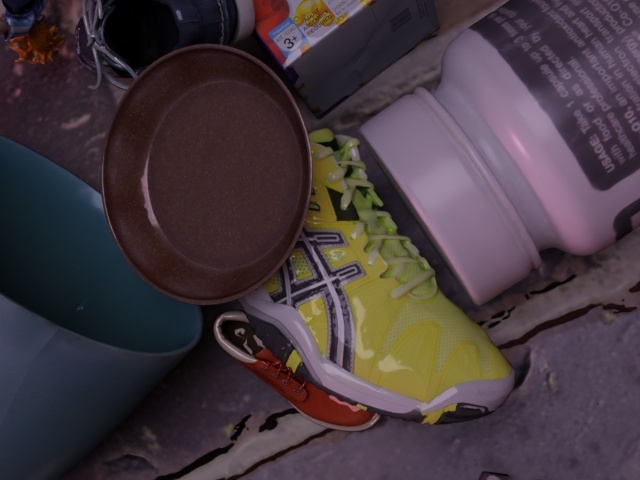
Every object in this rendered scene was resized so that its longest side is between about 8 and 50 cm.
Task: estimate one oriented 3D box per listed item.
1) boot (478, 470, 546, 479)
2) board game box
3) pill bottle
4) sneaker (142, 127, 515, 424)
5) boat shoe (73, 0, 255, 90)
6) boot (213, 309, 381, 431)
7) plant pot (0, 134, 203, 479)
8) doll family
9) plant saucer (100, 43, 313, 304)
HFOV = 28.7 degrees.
[{"bbox_3d":[0.168,0.235,0.999,0.118,0.042,0.087,7,86,14],"label":"boot"},{"bbox_3d":[-0.040,-0.268,1.086,0.142,0.144,0.275,-37,74,2],"label":"board game box"},{"bbox_3d":[0.224,-0.118,0.972,0.361,0.204,0.204,-34,74,2],"label":"pill bottle"},{"bbox_3d":[0.000,0.000,1.003,0.385,0.145,0.147,37,116,14],"label":"sneaker"},{"bbox_3d":[-0.154,-0.176,1.056,0.079,0.254,0.095,-24,109,-34],"label":"boat shoe"},{"bbox_3d":[-0.021,0.108,1.037,0.158,0.084,0.059,29,84,14],"label":"boot"},{"bbox_3d":[-0.281,0.079,0.998,0.293,0.293,0.235,42,105,16],"label":"plant pot"},{"bbox_3d":[-0.259,-0.247,1.099,0.118,0.163,0.263,9,50,8],"label":"doll family"},{"bbox_3d":[-0.083,-0.050,0.964,0.198,0.036,0.198,0,90,30],"label":"plant saucer"}]
